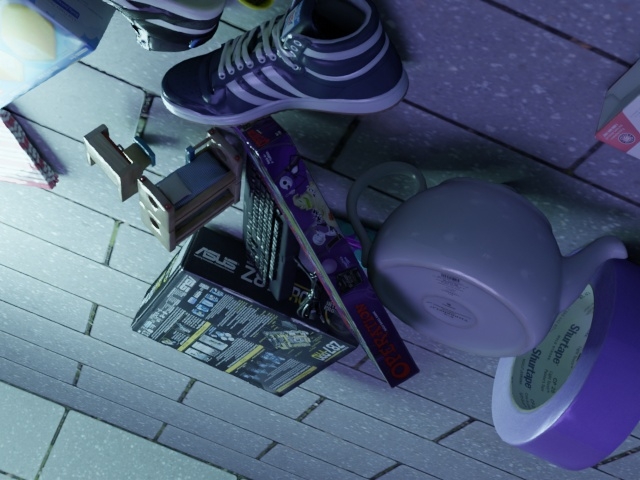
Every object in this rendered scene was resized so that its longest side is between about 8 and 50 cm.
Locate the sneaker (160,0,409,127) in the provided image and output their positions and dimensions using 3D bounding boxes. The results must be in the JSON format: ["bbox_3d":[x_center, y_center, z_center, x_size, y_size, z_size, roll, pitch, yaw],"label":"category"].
[{"bbox_3d":[-0.056,-0.203,1.235,0.282,0.099,0.153,-1,153,15],"label":"sneaker"}]

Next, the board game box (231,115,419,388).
[{"bbox_3d":[0.000,0.000,1.409,0.347,0.056,0.208,60,-179,-22],"label":"board game box"}]

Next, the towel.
[{"bbox_3d":[-0.499,-0.149,1.769,0.144,0.029,0.197,10,150,21],"label":"towel"}]

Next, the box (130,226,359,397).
[{"bbox_3d":[-0.132,0.135,1.982,0.318,0.097,0.395,27,154,-10],"label":"box"}]

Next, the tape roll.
[{"bbox_3d":[0.328,0.147,1.465,0.090,0.275,0.275,26,154,-12],"label":"tape roll"}]

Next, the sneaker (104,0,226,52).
[{"bbox_3d":[-0.216,-0.266,1.267,0.217,0.079,0.121,21,153,-5],"label":"sneaker"}]

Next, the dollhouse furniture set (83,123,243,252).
[{"bbox_3d":[-0.215,-0.109,1.570,0.183,0.129,0.129,46,158,15],"label":"dollhouse furniture set"}]

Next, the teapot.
[{"bbox_3d":[0.185,0.009,1.397,0.256,0.187,0.252,38,153,-24],"label":"teapot"}]

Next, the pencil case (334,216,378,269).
[{"bbox_3d":[0.057,0.009,1.630,0.152,0.064,0.070,16,179,7],"label":"pencil case"}]

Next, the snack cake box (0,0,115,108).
[{"bbox_3d":[-0.374,-0.265,1.374,0.152,0.089,0.264,34,151,-29],"label":"snack cake box"}]

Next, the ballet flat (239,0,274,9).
[{"bbox_3d":[-0.080,-0.300,1.096,0.077,0.077,0.231,52,171,24],"label":"ballet flat"}]

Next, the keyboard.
[{"bbox_3d":[-0.054,0.013,1.647,0.201,0.033,0.317,50,161,17],"label":"keyboard"}]

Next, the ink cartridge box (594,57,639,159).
[{"bbox_3d":[0.392,-0.111,1.150,0.198,0.067,0.115,25,154,-7],"label":"ink cartridge box"}]
